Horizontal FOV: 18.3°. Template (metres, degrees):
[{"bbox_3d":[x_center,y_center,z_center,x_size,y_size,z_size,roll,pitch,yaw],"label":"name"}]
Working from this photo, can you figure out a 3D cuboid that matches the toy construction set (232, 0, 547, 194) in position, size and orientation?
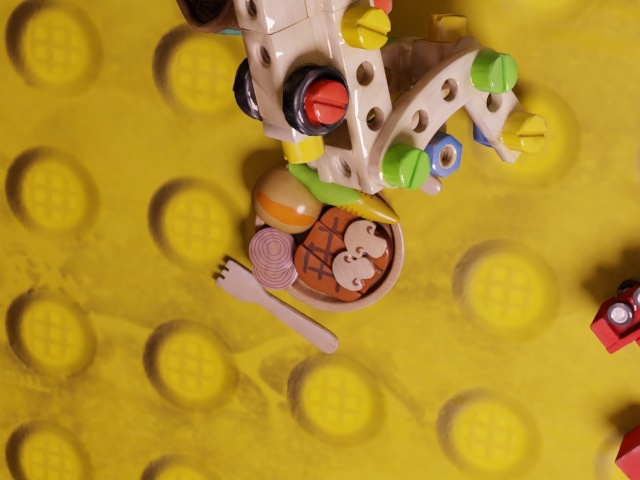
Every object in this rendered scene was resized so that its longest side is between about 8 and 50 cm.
[{"bbox_3d":[0.026,-0.172,1.369,0.151,0.215,0.328,-2,113,56],"label":"toy construction set"}]

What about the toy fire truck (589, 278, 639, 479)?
[{"bbox_3d":[0.273,0.082,1.467,0.192,0.047,0.135,-35,97,29],"label":"toy fire truck"}]

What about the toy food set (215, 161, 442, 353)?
[{"bbox_3d":[0.000,0.000,1.542,0.132,0.038,0.192,33,120,5],"label":"toy food set"}]

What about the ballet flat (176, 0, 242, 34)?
[{"bbox_3d":[-0.119,-0.297,1.410,0.116,0.124,0.342,-12,107,34],"label":"ballet flat"}]
